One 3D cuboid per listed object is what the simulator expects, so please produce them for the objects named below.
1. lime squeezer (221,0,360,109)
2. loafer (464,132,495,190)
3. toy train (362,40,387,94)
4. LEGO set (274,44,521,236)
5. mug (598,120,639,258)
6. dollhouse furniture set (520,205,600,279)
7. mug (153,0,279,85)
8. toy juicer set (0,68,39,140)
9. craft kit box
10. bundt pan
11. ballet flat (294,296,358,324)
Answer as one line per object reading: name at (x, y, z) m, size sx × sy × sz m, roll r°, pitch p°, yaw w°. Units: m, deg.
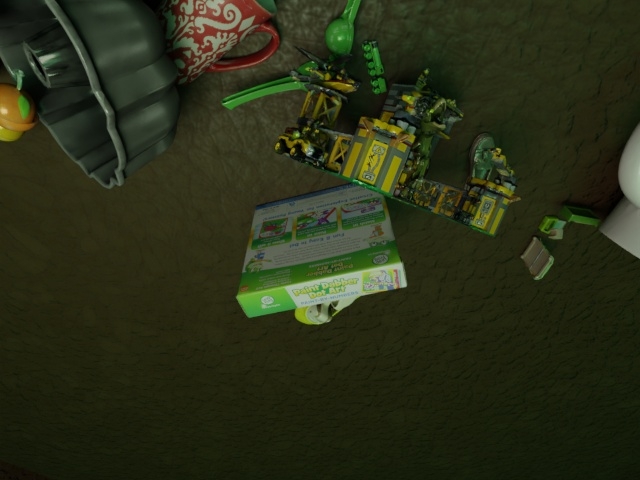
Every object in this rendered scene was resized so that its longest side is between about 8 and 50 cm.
lime squeezer at (-0.005, -0.287, 0.583) m, size 0.110 × 0.058 × 0.310 m, roll 34°, pitch 119°, yaw -30°
loafer at (0.286, -0.125, 0.718) m, size 0.045 × 0.039 × 0.125 m, roll -1°, pitch 127°, yaw 2°
toy train at (0.085, -0.268, 0.627) m, size 0.024 × 0.017 × 0.083 m, roll -20°, pitch 124°, yaw 2°
LEGO set at (0.122, -0.149, 0.534) m, size 0.331 × 0.255 × 0.192 m, roll 15°, pitch 100°, yaw -31°
mug at (0.625, -0.093, 0.602) m, size 0.374 × 0.276 × 0.328 m, roll 23°, pitch 114°, yaw -11°
dollhouse furniture set at (0.464, 0.004, 0.791) m, size 0.059 × 0.076 × 0.151 m, roll 9°, pitch 125°, yaw -9°
mug at (-0.148, -0.288, 0.557) m, size 0.169 × 0.113 × 0.150 m, roll -30°, pitch 119°, yaw 24°
toy juicer set at (-0.514, -0.250, 0.583) m, size 0.329 × 0.089 × 0.209 m, roll 18°, pitch 147°, yaw 29°
craft kit box at (0.000, 0.000, 0.683) m, size 0.250 × 0.246 × 0.060 m, roll -12°, pitch 124°, yaw 10°
bundt pan at (-0.296, -0.238, 0.509) m, size 0.331 × 0.124 × 0.330 m, roll 33°, pitch 144°, yaw 28°
ballet flat at (0.022, 0.133, 0.885) m, size 0.077 × 0.077 × 0.231 m, roll 37°, pitch 119°, yaw -24°
